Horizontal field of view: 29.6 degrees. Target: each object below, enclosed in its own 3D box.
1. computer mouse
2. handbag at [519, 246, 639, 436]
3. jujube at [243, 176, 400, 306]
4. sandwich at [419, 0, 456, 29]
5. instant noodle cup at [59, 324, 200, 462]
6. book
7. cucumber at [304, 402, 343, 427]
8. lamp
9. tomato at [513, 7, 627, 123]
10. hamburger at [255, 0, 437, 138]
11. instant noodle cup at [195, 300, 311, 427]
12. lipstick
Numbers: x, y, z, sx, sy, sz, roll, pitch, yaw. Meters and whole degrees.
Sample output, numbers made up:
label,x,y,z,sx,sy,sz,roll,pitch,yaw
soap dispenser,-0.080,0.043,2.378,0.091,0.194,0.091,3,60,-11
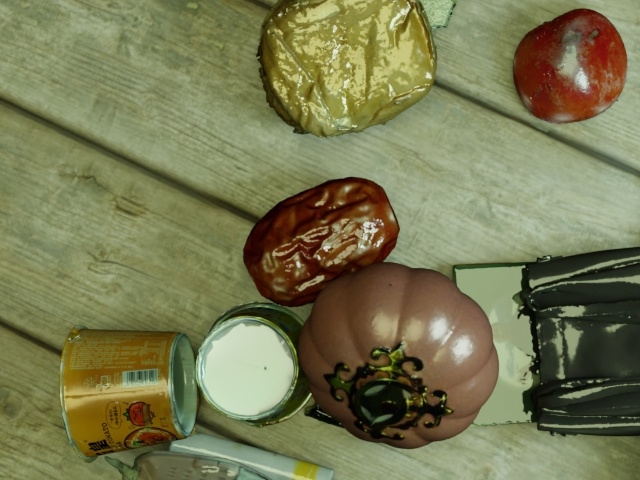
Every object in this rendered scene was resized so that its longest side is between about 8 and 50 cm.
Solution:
label,x,y,z,sx,sy,sz,roll,pitch,yaw
computer mouse,-0.159,0.401,1.879,0.389,0.199,0.115,22,53,20
handbag,0.439,0.156,1.842,0.257,0.113,0.285,-4,84,10
jujube,0.000,0.000,1.895,0.250,0.174,0.174,-28,84,5
sandwich,0.190,-0.394,1.974,0.105,0.036,0.093,-36,83,1
instant noodle cup,-0.290,0.230,1.876,0.172,0.216,0.216,-6,85,8
book,0.400,0.159,1.915,0.370,0.043,0.260,-2,84,4
cucumber,0.040,0.286,1.940,0.134,0.033,0.034,19,126,6
lamp,0.121,0.163,1.830,0.305,0.240,0.305,8,125,12
tomato,0.402,-0.280,1.915,0.189,0.099,0.173,-22,82,2
hamburger,0.038,-0.301,1.922,0.283,0.144,0.260,-16,102,1
instant noodle cup,-0.102,0.196,1.900,0.204,0.153,0.205,0,86,4
lipstick,-0.112,0.358,1.935,0.263,0.059,0.059,15,87,6
